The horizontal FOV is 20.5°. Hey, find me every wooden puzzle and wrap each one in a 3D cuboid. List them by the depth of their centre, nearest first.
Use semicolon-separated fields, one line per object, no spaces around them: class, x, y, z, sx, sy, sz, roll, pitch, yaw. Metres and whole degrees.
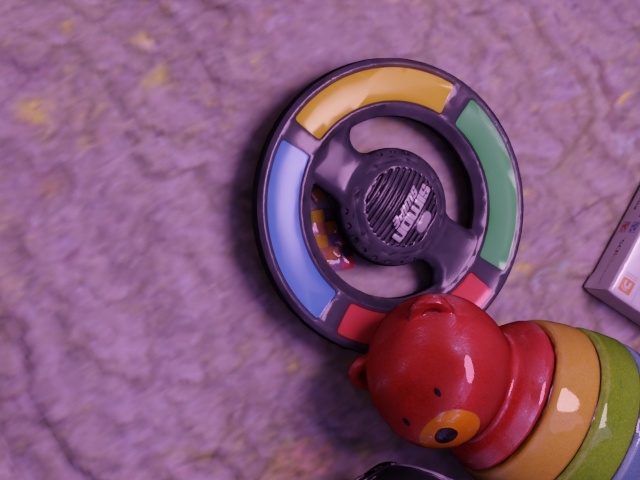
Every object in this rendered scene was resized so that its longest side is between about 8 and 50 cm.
wooden puzzle;0.000;0.000;1.369;0.049;0.006;0.083;-9;94;-20

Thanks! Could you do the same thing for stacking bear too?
stacking bear;0.162;0.133;1.338;0.289;0.175;0.164;27;43;-24

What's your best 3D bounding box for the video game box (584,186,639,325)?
video game box;0.347;0.012;1.478;0.205;0.048;0.187;32;83;-18

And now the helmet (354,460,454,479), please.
helmet;0.062;0.266;1.316;0.169;0.169;0.161;38;63;-17

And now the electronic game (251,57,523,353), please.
electronic game;0.055;-0.026;1.361;0.229;0.048;0.229;0;91;-25
